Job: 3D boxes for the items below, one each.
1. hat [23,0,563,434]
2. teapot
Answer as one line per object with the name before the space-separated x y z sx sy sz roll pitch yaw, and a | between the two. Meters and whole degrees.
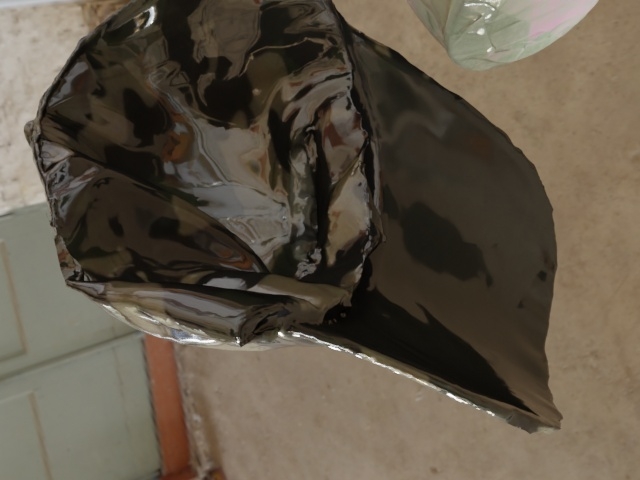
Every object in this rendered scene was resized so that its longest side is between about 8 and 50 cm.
hat | 0.000 0.000 0.688 0.257 0.366 0.381 -17 130 31
teapot | 0.110 -0.243 0.676 0.163 0.221 0.178 -39 66 8
